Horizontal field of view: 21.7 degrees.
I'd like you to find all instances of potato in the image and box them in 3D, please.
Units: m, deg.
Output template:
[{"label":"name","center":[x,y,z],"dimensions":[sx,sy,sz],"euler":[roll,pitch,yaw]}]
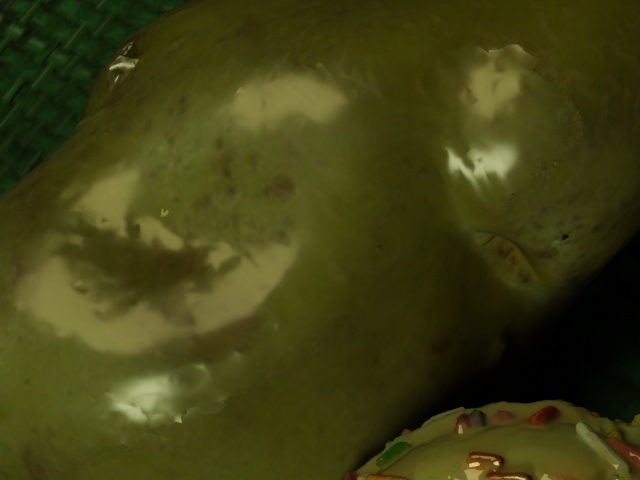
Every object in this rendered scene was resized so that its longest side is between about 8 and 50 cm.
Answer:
[{"label":"potato","center":[0.001,0.002,0.633],"dimensions":[0.351,0.218,0.202],"euler":[-40,69,10]}]

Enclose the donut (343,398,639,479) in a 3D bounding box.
[{"label":"donut","center":[0.066,0.135,0.524],"dimensions":[0.175,0.068,0.174],"euler":[0,89,10]}]
